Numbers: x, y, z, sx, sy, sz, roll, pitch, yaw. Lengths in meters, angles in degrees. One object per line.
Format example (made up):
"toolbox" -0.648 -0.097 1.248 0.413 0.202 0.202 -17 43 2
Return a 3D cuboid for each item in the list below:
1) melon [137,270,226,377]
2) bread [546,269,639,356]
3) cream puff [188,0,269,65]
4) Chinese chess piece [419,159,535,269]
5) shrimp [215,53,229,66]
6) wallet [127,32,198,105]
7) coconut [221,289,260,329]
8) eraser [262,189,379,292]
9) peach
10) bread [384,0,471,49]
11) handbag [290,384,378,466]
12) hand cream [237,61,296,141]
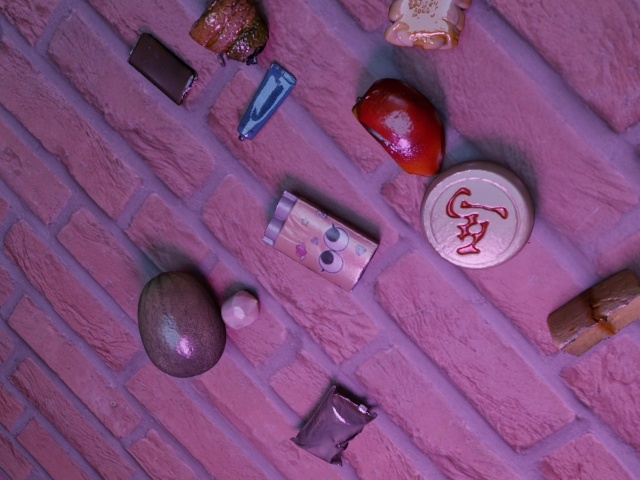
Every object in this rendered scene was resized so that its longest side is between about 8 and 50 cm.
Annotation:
"melon" -0.416 0.251 1.599 0.249 0.248 0.329 -20 95 24
"bread" 0.655 0.197 1.232 0.240 0.178 0.135 -42 88 24
"cream puff" -0.208 -0.515 1.329 0.183 0.183 0.169 -38 111 26
"Chinese chess piece" 0.376 -0.059 1.292 0.273 0.102 0.273 6 109 18
"shrimp" -0.268 -0.509 1.424 0.038 0.029 0.092 -25 103 17
"wallet" -0.441 -0.479 1.492 0.198 0.031 0.110 41 115 4
"coconut" -0.231 0.203 1.602 0.124 0.110 0.110 -25 97 27
"eraser" 0.000 0.000 1.455 0.291 0.087 0.171 31 113 8
"peach" 0.202 -0.264 1.261 0.159 0.154 0.267 -39 90 25
"bread" 0.252 -0.576 1.160 0.173 0.121 0.311 15 111 11
"handbag" 0.044 0.567 1.611 0.183 0.117 0.270 32 114 -1
"hand cream" -0.155 -0.359 1.427 0.083 0.048 0.224 40 109 4
